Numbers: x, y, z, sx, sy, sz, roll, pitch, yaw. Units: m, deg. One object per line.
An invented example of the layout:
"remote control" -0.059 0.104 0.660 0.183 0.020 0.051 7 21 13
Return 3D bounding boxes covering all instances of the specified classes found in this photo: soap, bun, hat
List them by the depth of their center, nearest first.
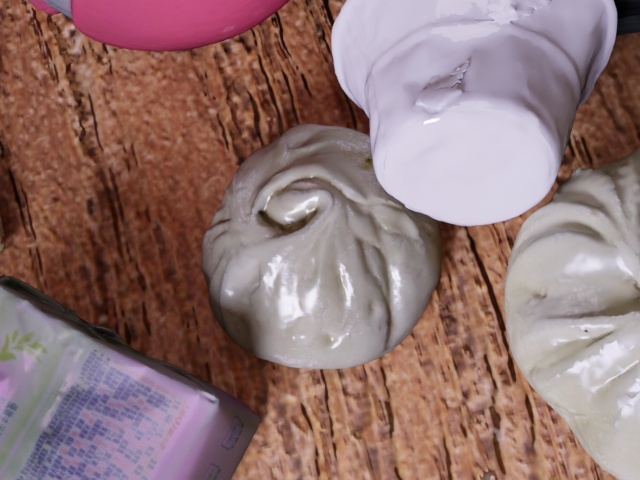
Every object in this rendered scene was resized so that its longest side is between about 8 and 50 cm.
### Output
"bun" 0.246 0.043 0.817 0.259 0.160 0.259 -2 74 8
"hat" 0.099 -0.089 0.855 0.203 0.203 0.126 0 54 11
"soap" -0.170 0.157 0.867 0.182 0.138 0.199 25 79 18
"bun" 0.000 0.000 0.906 0.183 0.102 0.183 -2 74 8

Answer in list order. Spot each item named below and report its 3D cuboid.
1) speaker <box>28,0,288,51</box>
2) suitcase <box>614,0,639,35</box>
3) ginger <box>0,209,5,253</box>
"speaker" -0.119 -0.289 0.983 0.294 0.294 0.294 -3 72 10
"suitcase" 0.243 -0.257 0.927 0.312 0.128 0.202 -7 73 12
"ginger" -0.329 -0.124 1.017 0.148 0.081 0.333 -8 72 3
